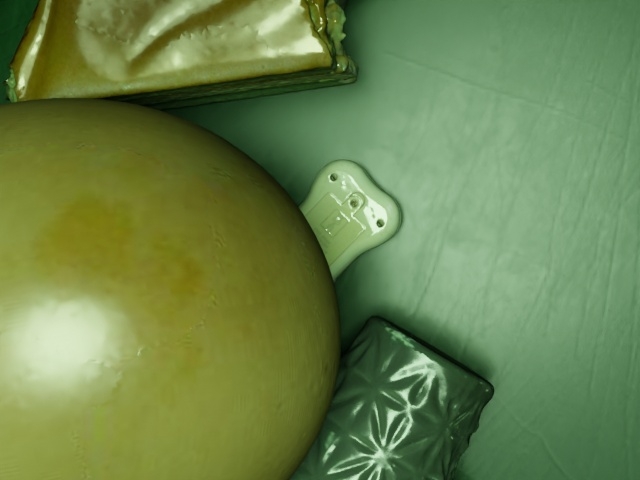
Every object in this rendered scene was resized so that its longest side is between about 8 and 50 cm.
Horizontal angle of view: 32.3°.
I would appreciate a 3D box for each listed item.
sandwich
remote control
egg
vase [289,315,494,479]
[{"bbox_3d":[-0.070,-0.150,0.769,0.198,0.155,0.227,29,97,7],"label":"sandwich"},{"bbox_3d":[0.000,0.000,0.826,0.122,0.032,0.074,-44,85,8],"label":"remote control"},{"bbox_3d":[-0.174,0.062,0.695,0.374,0.301,0.300,-2,92,3],"label":"egg"},{"bbox_3d":[0.016,0.212,0.783,0.251,0.156,0.300,30,90,0],"label":"vase"}]
